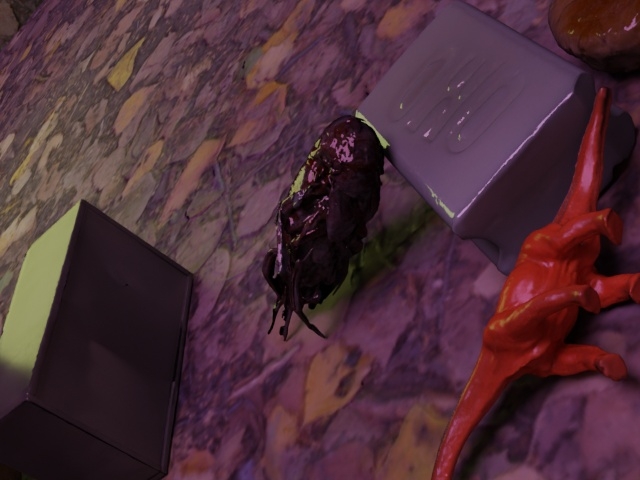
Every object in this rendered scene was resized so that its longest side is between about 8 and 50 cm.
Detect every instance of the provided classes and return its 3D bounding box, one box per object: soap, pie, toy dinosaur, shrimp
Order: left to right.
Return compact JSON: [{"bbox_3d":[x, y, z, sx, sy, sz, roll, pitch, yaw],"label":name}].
[{"bbox_3d":[-0.001,-0.001,0.718,0.190,0.075,0.073,-62,28,29],"label":"shrimp"},{"bbox_3d":[0.106,-0.074,0.667,0.119,0.066,0.198,-50,29,10],"label":"soap"},{"bbox_3d":[0.115,0.050,0.532,0.101,0.055,0.279,-15,47,62],"label":"toy dinosaur"},{"bbox_3d":[0.226,-0.186,0.633,0.195,0.046,0.195,-39,30,28],"label":"pie"}]

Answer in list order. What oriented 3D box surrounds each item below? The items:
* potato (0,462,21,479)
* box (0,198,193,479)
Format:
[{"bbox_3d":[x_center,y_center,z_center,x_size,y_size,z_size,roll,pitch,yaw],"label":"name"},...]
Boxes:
[{"bbox_3d":[-0.343,0.219,0.951,0.117,0.182,0.202,-33,3,-37],"label":"potato"},{"bbox_3d":[-0.191,0.093,0.857,0.086,0.129,0.225,-37,32,27],"label":"box"}]
